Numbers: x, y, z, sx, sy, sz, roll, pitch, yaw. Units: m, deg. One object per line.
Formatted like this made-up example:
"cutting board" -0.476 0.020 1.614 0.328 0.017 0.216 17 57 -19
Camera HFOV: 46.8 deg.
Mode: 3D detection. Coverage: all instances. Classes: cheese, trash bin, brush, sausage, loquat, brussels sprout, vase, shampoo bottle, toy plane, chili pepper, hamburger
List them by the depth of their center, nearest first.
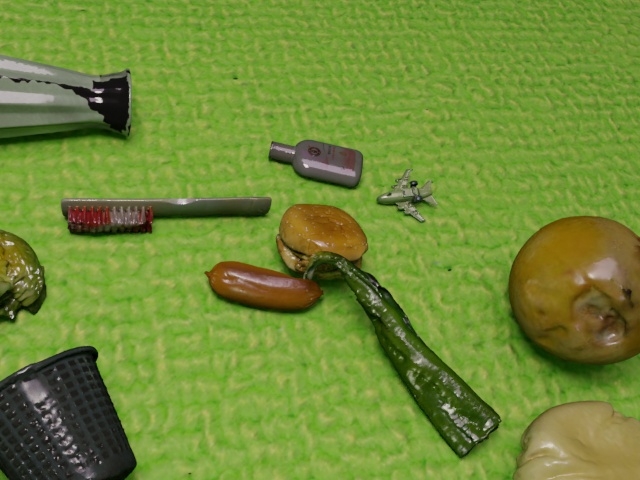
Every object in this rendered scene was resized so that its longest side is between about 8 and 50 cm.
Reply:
"trash bin" -0.306 0.237 0.879 0.175 0.175 0.161 -30 78 -31
"brussels sprout" -0.473 0.038 1.015 0.181 0.100 0.139 19 42 2
"cheese" 0.379 0.324 1.018 0.226 0.117 0.214 -26 61 -35
"chili pepper" 0.114 0.153 1.066 0.085 0.076 0.359 -41 85 -7
"sausage" -0.086 0.072 1.110 0.183 0.062 0.054 15 35 -6
"loquat" 0.409 0.075 1.144 0.243 0.244 0.244 7 53 -9
"hamburger" 0.000 0.000 1.154 0.138 0.083 0.147 -1 33 -22
"brush" -0.236 -0.040 1.157 0.321 0.060 0.050 -2 68 -16
"vase" -0.489 -0.230 1.177 0.360 0.165 0.165 -1 55 -20
"toy plane" 0.152 -0.079 1.296 0.111 0.040 0.102 -5 66 -20
"shampoo bottle" -0.009 -0.142 1.300 0.165 0.040 0.080 13 54 -6
